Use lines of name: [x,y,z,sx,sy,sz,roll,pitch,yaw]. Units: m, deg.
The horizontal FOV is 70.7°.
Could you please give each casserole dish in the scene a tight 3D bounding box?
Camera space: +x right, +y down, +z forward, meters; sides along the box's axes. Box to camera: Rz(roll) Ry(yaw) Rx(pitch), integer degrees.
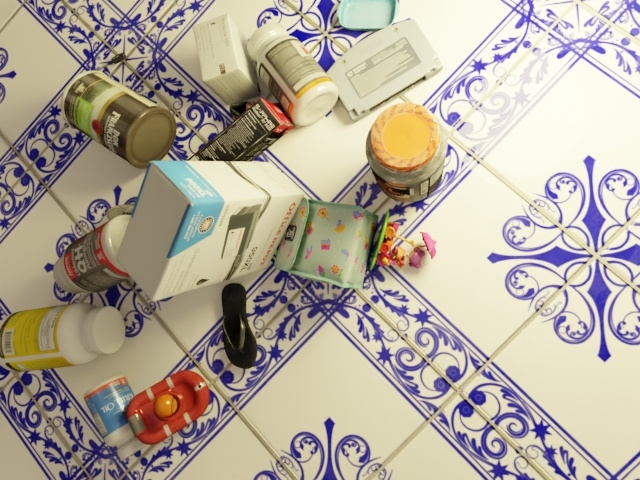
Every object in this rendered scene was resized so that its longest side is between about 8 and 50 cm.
casserole dish: [0.144,-0.682,1.353,0.189,0.037,0.114,6,85,14]

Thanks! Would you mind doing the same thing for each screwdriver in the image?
screwdriver: [-0.740,-0.602,1.547,0.170,0.024,0.025,-18,109,12]

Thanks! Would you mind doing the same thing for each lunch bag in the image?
lunch bag: [0.000,0.000,1.248,0.262,0.160,0.223,14,90,27]

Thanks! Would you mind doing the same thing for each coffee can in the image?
coffee can: [-0.622,-0.375,1.403,0.275,0.201,0.201,31,91,14]

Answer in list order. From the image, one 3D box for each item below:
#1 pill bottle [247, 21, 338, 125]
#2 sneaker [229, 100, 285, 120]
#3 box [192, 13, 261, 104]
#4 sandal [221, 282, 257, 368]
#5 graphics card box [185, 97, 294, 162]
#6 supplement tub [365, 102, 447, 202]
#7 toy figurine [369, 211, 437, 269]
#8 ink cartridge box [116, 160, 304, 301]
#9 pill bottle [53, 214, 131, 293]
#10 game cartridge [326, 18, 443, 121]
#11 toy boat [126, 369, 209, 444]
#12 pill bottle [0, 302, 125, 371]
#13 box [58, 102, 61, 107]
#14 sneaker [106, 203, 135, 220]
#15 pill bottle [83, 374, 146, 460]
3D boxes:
pill bottle: [-0.086,-0.487,1.316,0.162,0.162,0.278,-36,78,6]
sneaker: [-0.195,-0.391,1.373,0.178,0.077,0.071,-3,84,11]
box: [-0.277,-0.536,1.354,0.119,0.182,0.180,-15,80,11]
sandal: [-0.252,0.253,1.324,0.097,0.054,0.254,-15,81,10]
graphics card box: [-0.255,-0.244,1.273,0.371,0.233,0.094,-37,97,12]
supplement tub: [0.218,-0.215,1.140,0.194,0.316,0.193,-2,83,13]
toy figurine: [0.231,0.025,1.226,0.159,0.130,0.173,17,109,4]
ink cartridge box: [-0.261,-0.041,1.141,0.166,0.395,0.285,42,119,22]
pill bottle: [-0.650,0.055,1.348,0.319,0.176,0.176,-22,79,29]
game cartridge: [0.178,-0.503,1.318,0.297,0.062,0.198,-29,74,8]
toy boat: [-0.427,0.463,1.267,0.231,0.151,0.151,-28,78,-20]
pill bottle: [-0.782,0.289,1.369,0.334,0.188,0.187,-9,82,11]
box: [-0.786,-0.450,1.504,0.102,0.087,0.101,31,91,14]
sneaker: [-0.574,-0.071,1.412,0.225,0.093,0.088,10,86,14]
pill bottle: [-0.593,0.523,1.333,0.124,0.124,0.221,-35,79,7]
